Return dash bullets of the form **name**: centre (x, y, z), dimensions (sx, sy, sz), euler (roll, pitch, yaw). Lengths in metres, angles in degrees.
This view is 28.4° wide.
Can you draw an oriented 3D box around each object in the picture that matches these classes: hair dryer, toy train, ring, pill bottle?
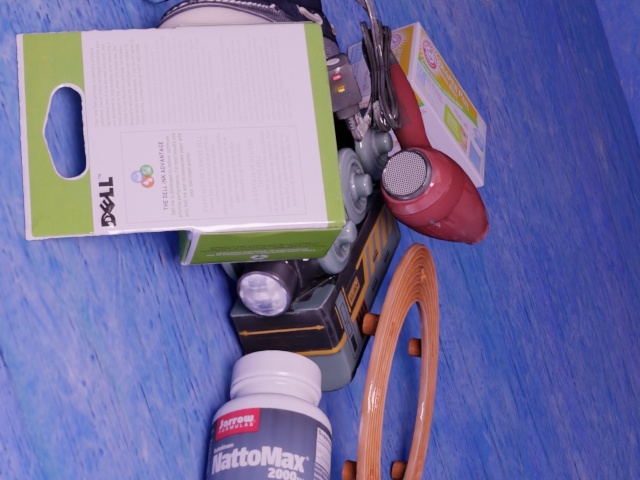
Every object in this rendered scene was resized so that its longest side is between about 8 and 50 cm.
- **hair dryer**: centre (0.099, -0.107, 1.250), dimensions (0.293, 0.080, 0.223), euler (61, 27, -25)
- **toy train**: centre (0.000, 0.000, 1.269), dimensions (0.334, 0.142, 0.190), euler (-65, 144, -55)
- **ring**: centre (0.074, 0.169, 1.294), dimensions (0.336, 0.032, 0.336), euler (7, 90, -74)
- **pill bottle**: centre (-0.045, 0.192, 1.093), dimensions (0.108, 0.108, 0.180), euler (44, 38, -44)

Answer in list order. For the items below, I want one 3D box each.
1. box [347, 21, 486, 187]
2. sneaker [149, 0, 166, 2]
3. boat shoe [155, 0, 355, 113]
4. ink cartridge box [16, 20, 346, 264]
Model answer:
- **box**: centre (0.121, -0.158, 1.598), dimensions (0.203, 0.103, 0.114), euler (49, 36, -39)
- **sneaker**: centre (-0.148, -0.312, 1.221), dimensions (0.078, 0.067, 0.188), euler (25, 51, -48)
- **boat shoe**: centre (-0.078, -0.220, 1.266), dimensions (0.340, 0.127, 0.158), euler (15, 55, -68)
- **ink cartridge box**: centre (-0.120, -0.080, 1.066), dimensions (0.097, 0.255, 0.188), euler (119, -34, -69)
